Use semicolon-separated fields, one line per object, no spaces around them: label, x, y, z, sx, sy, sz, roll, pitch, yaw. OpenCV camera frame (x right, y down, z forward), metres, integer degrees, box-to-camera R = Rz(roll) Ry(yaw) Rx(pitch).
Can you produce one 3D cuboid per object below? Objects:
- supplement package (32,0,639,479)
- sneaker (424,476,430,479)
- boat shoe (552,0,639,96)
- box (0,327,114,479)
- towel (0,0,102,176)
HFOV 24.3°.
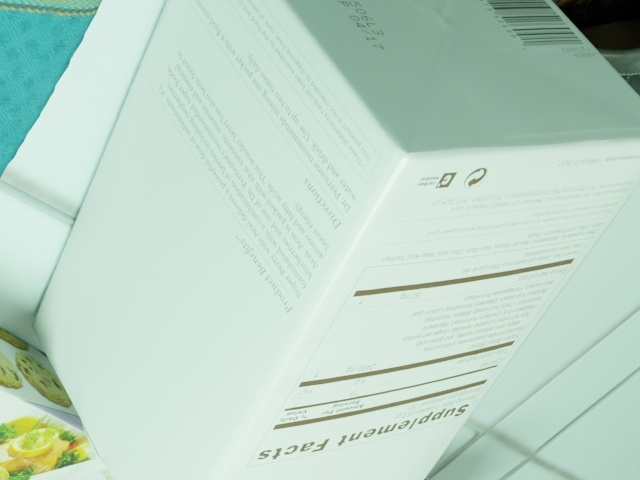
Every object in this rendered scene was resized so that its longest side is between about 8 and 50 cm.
supplement package;0.000;0.000;0.760;0.175;0.177;0.293;-7;140;-39
sneaker;0.048;0.244;1.172;0.101;0.153;0.268;-42;149;12
boat shoe;0.222;-0.139;0.874;0.233;0.084;0.079;-22;148;-15
box;-0.202;0.072;0.777;0.063;0.067;0.324;-38;148;4
towel;-0.170;-0.147;0.532;0.271;0.040;0.370;1;133;-45
